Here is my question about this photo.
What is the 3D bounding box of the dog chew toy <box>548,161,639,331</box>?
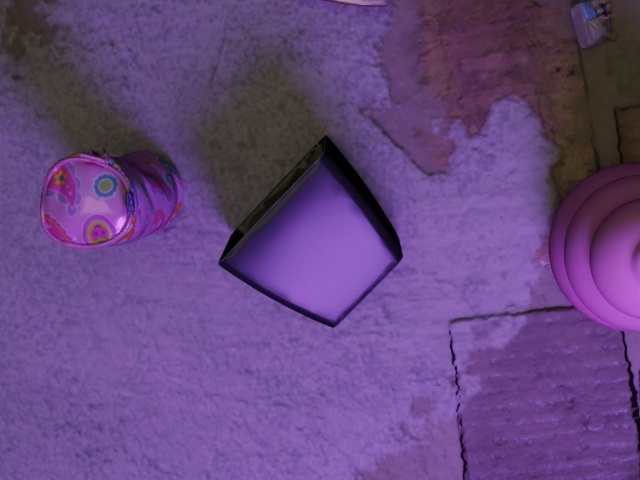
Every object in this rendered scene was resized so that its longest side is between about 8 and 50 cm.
[{"bbox_3d":[0.367,0.014,1.319,0.207,0.332,0.206,1,94,10],"label":"dog chew toy"}]

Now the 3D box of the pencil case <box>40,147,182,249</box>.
[{"bbox_3d":[-0.254,-0.056,1.445,0.124,0.284,0.124,0,94,6],"label":"pencil case"}]

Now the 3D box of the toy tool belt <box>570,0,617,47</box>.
[{"bbox_3d":[0.343,-0.286,1.454,0.051,0.052,0.083,-18,94,-21],"label":"toy tool belt"}]

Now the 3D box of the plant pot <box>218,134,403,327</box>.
[{"bbox_3d":[0.000,0.000,1.466,0.167,0.187,0.188,44,99,-7],"label":"plant pot"}]

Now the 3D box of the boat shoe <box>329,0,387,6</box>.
[{"bbox_3d":[0.008,-0.340,1.495,0.170,0.063,0.059,14,101,9],"label":"boat shoe"}]
